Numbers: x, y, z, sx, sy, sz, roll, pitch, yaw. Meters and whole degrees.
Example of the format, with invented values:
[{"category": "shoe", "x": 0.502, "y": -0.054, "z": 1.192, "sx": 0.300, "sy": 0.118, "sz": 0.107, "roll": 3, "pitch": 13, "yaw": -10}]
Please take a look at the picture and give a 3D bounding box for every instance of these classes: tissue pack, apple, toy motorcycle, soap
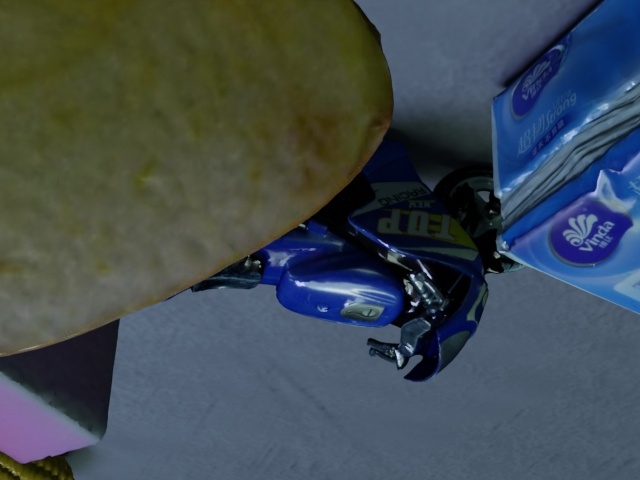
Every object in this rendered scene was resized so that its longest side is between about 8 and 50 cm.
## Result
[{"category": "tissue pack", "x": 0.252, "y": -0.075, "z": 0.681, "sx": 0.198, "sy": 0.146, "sz": 0.263, "roll": 22, "pitch": 140, "yaw": -24}, {"category": "apple", "x": -0.140, "y": -0.128, "z": 0.482, "sx": 0.365, "sy": 0.295, "sz": 0.328, "roll": 3, "pitch": 139, "yaw": -18}, {"category": "toy motorcycle", "x": 0.000, "y": 0.000, "z": 0.766, "sx": 0.315, "sy": 0.169, "sz": 0.113, "roll": 8, "pitch": 144, "yaw": -13}, {"category": "soap", "x": -0.228, "y": 0.005, "z": 0.767, "sx": 0.081, "sy": 0.181, "sz": 0.259, "roll": -17, "pitch": 142, "yaw": 22}]

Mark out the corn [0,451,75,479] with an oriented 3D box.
[{"category": "corn", "x": -0.342, "y": 0.179, "z": 1.074, "sx": 0.106, "sy": 0.106, "sz": 0.305, "roll": -25, "pitch": 141, "yaw": 30}]
